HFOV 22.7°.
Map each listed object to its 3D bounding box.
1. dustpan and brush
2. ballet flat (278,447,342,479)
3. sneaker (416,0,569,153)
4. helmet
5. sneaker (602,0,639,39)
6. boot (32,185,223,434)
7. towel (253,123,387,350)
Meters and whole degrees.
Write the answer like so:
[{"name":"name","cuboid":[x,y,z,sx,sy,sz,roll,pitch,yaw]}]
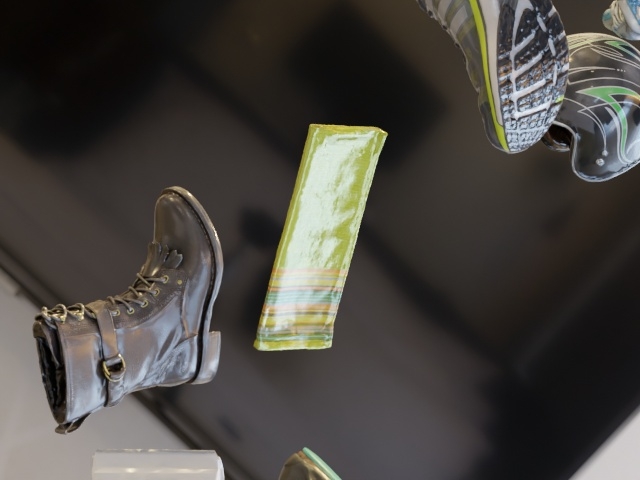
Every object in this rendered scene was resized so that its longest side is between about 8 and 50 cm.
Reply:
[{"name":"dustpan and brush","cuboid":[-0.179,0.336,1.728,0.147,0.211,0.060,0,-17,7]},{"name":"ballet flat","cuboid":[0.043,0.371,2.028,0.280,0.096,0.095,32,-8,42]},{"name":"sneaker","cuboid":[0.161,-0.233,1.602,0.121,0.111,0.299,1,-72,53]},{"name":"helmet","cuboid":[0.319,-0.169,1.909,0.161,0.169,0.169,64,-9,-27]},{"name":"sneaker","cuboid":[0.362,-0.261,1.849,0.083,0.071,0.191,-1,-7,27]},{"name":"boot","cuboid":[-0.225,0.077,1.829,0.229,0.262,0.091,-9,6,-41]},{"name":"towel","cuboid":[0.000,0.000,1.585,0.102,0.237,0.021,-2,24,-46]}]
